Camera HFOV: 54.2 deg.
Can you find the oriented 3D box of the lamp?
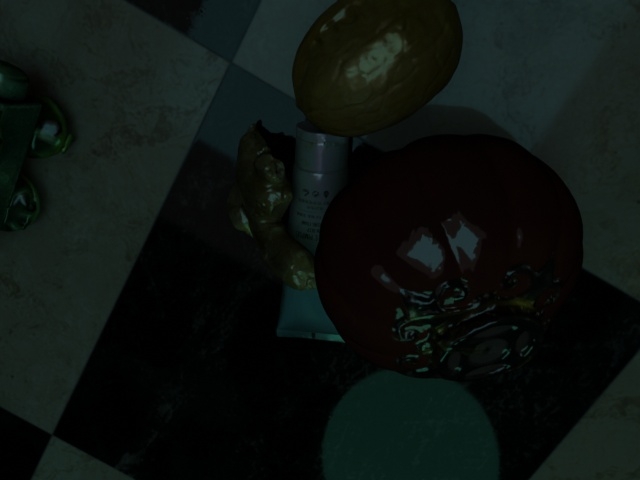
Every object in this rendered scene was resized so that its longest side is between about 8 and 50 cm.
[{"bbox_3d":[0.143,0.023,0.707,0.302,0.257,0.303,-10,138,-9],"label":"lamp"}]

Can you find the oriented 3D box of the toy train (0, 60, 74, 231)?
[{"bbox_3d":[-0.460,-0.114,0.805,0.188,0.159,0.272,30,109,7],"label":"toy train"}]

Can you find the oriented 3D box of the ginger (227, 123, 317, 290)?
[{"bbox_3d":[-0.059,-0.034,0.778,0.214,0.058,0.133,54,136,31],"label":"ginger"}]

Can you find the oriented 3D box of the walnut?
[{"bbox_3d":[0.060,-0.203,0.703,0.206,0.159,0.159,-30,102,16],"label":"walnut"}]

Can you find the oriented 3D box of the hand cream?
[{"bbox_3d":[0.000,0.000,0.837,0.111,0.070,0.313,6,116,4],"label":"hand cream"}]
